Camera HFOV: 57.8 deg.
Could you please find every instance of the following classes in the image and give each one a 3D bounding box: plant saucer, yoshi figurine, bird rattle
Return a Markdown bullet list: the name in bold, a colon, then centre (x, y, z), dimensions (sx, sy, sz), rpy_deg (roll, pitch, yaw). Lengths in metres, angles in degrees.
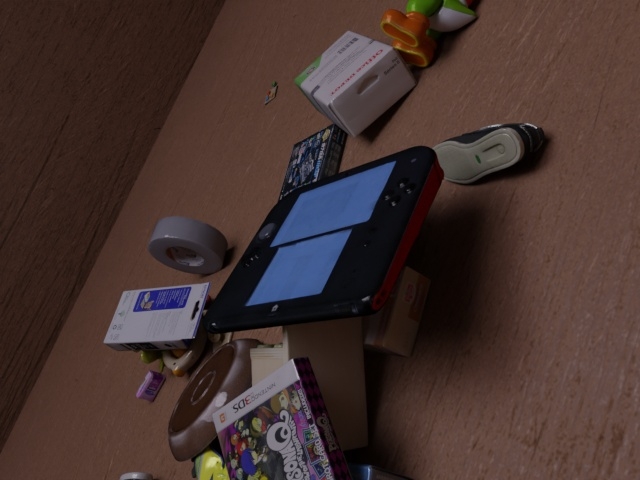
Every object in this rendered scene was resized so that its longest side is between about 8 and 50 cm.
- **plant saucer**: centre (-0.248, 0.340, 1.301), dimensions (0.310, 0.050, 0.311), rpy_deg (-46, 17, 18)
- **yoshi figurine**: centre (0.249, -0.593, 1.296), dimensions (0.362, 0.203, 0.203), rpy_deg (-59, 24, -3)
- **bird rattle**: centre (-0.376, 0.266, 1.610), dimensions (0.253, 0.143, 0.207), rpy_deg (-49, 42, -5)

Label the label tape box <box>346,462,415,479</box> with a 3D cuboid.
- **label tape box**: centre (-0.005, 0.499, 0.839), dimensions (0.240, 0.105, 0.334), rpy_deg (-17, 52, 49)

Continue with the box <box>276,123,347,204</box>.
- **box**: centre (-0.025, -0.174, 1.480), dimensions (0.175, 0.051, 0.220), rpy_deg (-18, 50, 48)

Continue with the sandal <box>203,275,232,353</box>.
- **sandal**: centre (-0.272, 0.188, 1.515), dimensions (0.088, 0.079, 0.240), rpy_deg (-24, 46, 45)

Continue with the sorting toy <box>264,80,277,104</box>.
- **sorting toy**: centre (-0.173, -0.518, 2.021), dimensions (0.062, 0.012, 0.083), rpy_deg (-27, 45, 44)

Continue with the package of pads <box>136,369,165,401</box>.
- **package of pads**: centre (-0.489, 0.420, 1.669), dimensions (0.032, 0.050, 0.083), rpy_deg (30, 90, 54)

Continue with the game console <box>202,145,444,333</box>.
- **game console**: centre (0.000, 0.000, 0.947), dimensions (0.386, 0.060, 0.342), rpy_deg (-15, 32, 43)

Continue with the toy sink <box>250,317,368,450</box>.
- **toy sink**: centre (-0.024, 0.229, 0.972), dimensions (0.131, 0.152, 0.234), rpy_deg (-15, 75, 53)

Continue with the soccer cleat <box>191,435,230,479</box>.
- **soccer cleat**: centre (-0.189, 0.484, 1.136), dimensions (0.121, 0.093, 0.289), rpy_deg (-51, 32, 12)

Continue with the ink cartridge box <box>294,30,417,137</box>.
- **ink cartridge box**: centre (0.076, -0.385, 1.405), dimensions (0.198, 0.115, 0.273), rpy_deg (-41, 33, 3)

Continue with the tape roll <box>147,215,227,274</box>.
- **tape roll**: centre (-0.384, 0.018, 1.684), dimensions (0.219, 0.219, 0.072), rpy_deg (-25, 45, 44)

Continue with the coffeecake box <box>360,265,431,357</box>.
- **coffeecake box**: centre (0.094, 0.123, 1.041), dimensions (0.185, 0.068, 0.143), rpy_deg (-4, 63, 55)

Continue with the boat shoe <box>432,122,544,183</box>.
- **boat shoe**: centre (0.282, -0.154, 1.013), dimensions (0.079, 0.084, 0.233), rpy_deg (-30, 11, -26)

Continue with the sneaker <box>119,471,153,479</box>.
- **sneaker**: centre (-0.482, 0.661, 1.446), dimensions (0.217, 0.079, 0.121), rpy_deg (-43, 37, 42)

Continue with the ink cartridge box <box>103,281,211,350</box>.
- **ink cartridge box**: centre (-0.420, 0.206, 1.545), dimensions (0.332, 0.065, 0.166), rpy_deg (-8, 53, 31)

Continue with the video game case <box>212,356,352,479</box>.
- **video game case**: centre (-0.057, 0.320, 0.841), dimensions (0.210, 0.041, 0.232), rpy_deg (-39, 59, 32)
